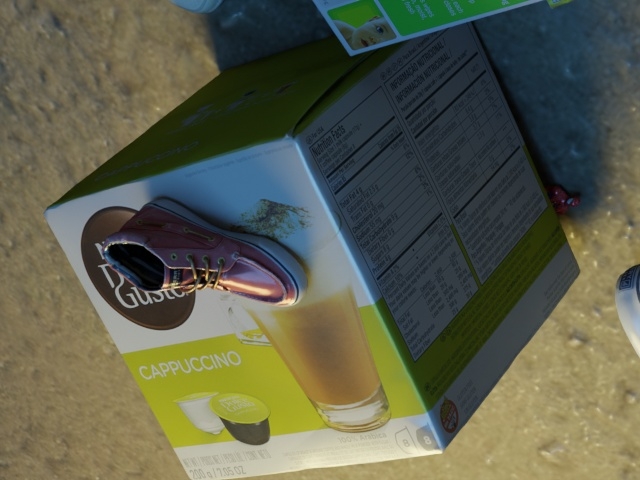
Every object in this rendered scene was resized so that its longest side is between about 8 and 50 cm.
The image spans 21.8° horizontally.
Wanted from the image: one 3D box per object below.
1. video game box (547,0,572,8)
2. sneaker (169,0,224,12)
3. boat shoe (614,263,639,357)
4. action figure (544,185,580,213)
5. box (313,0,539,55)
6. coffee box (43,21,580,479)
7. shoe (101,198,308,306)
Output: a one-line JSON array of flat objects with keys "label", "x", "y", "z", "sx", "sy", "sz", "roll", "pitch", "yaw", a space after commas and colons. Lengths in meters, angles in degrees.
[{"label": "video game box", "x": 0.250, "y": -0.321, "z": 1.477, "sx": 0.205, "sy": 0.048, "sz": 0.187, "roll": -17, "pitch": 113, "yaw": 40}, {"label": "sneaker", "x": -0.225, "y": -0.327, "z": 1.723, "sx": 0.292, "sy": 0.118, "sz": 0.110, "roll": 38, "pitch": 135, "yaw": -4}, {"label": "boat shoe", "x": 0.461, "y": 0.158, "z": 1.698, "sx": 0.156, "sy": 0.136, "sz": 0.367, "roll": -26, "pitch": 100, "yaw": 40}, {"label": "action figure", "x": 0.220, "y": -0.037, "z": 1.748, "sx": 0.115, "sy": 0.030, "sz": 0.038, "roll": -7, "pitch": 119, "yaw": 33}, {"label": "box", "x": 0.075, "y": -0.309, "z": 1.393, "sx": 0.231, "sy": 0.126, "sz": 0.262, "roll": -12, "pitch": 139, "yaw": 24}, {"label": "coffee box", "x": 0.000, "y": 0.000, "z": 1.671, "sx": 0.338, "sy": 0.338, "sz": 0.334, "roll": -13, "pitch": 111, "yaw": 39}, {"label": "shoe", "x": -0.104, "y": 0.025, "z": 1.472, "sx": 0.178, "sy": 0.081, "sz": 0.063, "roll": 25, "pitch": 128, "yaw": 19}]
